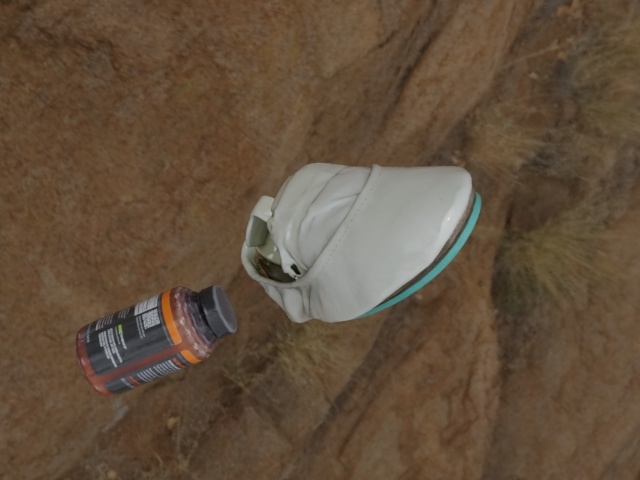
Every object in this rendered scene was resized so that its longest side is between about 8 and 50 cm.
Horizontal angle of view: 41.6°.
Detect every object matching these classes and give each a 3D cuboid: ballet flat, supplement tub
[{"bbox_3d":[0.000,0.000,0.759,0.139,0.400,0.139,3,80,-15],"label":"ballet flat"},{"bbox_3d":[-0.213,0.127,1.112,0.198,0.106,0.106,-22,126,7],"label":"supplement tub"}]
